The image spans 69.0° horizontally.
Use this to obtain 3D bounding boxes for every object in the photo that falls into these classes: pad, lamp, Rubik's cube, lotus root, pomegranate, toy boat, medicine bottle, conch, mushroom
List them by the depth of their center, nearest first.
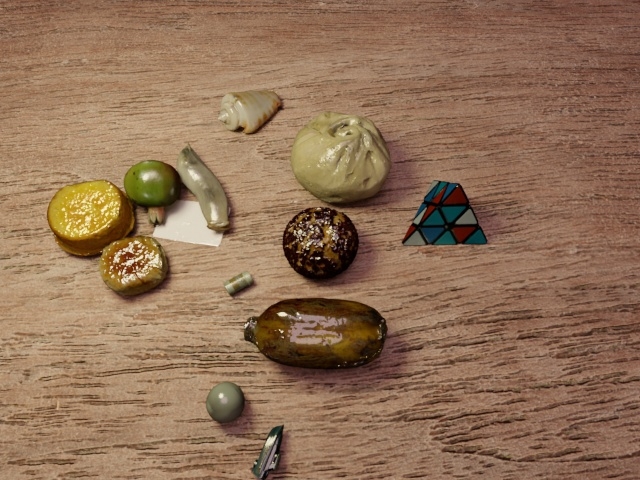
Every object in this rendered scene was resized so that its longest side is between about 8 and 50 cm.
[{"bbox_3d":[-0.127,0.547,1.211,0.060,0.055,0.141,16,63,16],"label":"toy boat"},{"bbox_3d":[-0.254,0.431,1.243,0.105,0.105,0.105,0,63,0],"label":"lamp"},{"bbox_3d":[-0.011,0.255,1.290,0.398,0.179,0.195,3,61,0],"label":"lotus root"},{"bbox_3d":[-0.251,0.130,1.427,0.083,0.047,0.047,-29,67,-14],"label":"medicine bottle"},{"bbox_3d":[0.354,-0.062,1.472,0.234,0.250,0.284,-35,72,4],"label":"Rubik's cube"},{"bbox_3d":[-0.540,-0.156,1.512,0.180,0.180,0.209,-2,89,-1],"label":"pomegranate"},{"bbox_3d":[-0.428,-0.063,1.549,0.232,0.004,0.156,9,64,4],"label":"pad"},{"bbox_3d":[-0.389,-0.177,1.555,0.109,0.097,0.351,-24,66,-23],"label":"mushroom"},{"bbox_3d":[-0.264,-0.496,1.702,0.255,0.127,0.158,-40,69,-19],"label":"conch"}]

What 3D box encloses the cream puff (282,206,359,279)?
[{"bbox_3d":[0.000,0.000,1.430,0.239,0.165,0.238,-1,65,2],"label":"cream puff"}]

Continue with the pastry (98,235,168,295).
[{"bbox_3d":[-0.571,0.073,1.429,0.193,0.093,0.182,-19,68,-11],"label":"pastry"}]

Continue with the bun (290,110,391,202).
[{"bbox_3d":[0.059,-0.292,1.548,0.326,0.234,0.362,-28,60,-8],"label":"bun"}]

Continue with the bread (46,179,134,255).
[{"bbox_3d":[-0.725,-0.074,1.477,0.269,0.145,0.268,1,67,-1],"label":"bread"}]
